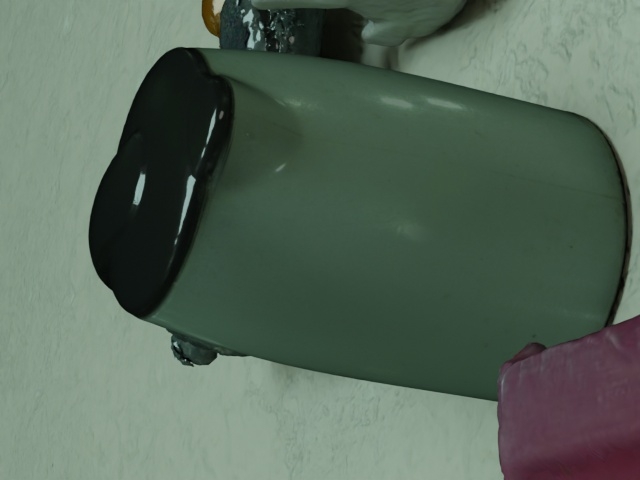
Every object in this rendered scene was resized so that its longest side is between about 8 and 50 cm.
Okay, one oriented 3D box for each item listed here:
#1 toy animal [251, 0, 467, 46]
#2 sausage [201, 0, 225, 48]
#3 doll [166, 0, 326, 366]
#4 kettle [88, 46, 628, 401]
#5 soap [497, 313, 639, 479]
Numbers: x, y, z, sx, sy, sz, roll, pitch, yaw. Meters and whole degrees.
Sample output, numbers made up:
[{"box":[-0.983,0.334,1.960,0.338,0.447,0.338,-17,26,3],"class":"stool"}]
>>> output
[{"box":[0.032,-0.258,0.941,0.138,0.140,0.282,-30,57,48],"class":"toy animal"},{"box":[-0.060,-0.244,1.222,0.062,0.054,0.183,6,83,33],"class":"sausage"},{"box":[-0.064,-0.075,1.037,0.246,0.158,0.340,127,144,-61],"class":"doll"},{"box":[0.000,0.000,0.779,0.221,0.236,0.161,-36,49,56],"class":"kettle"},{"box":[0.196,0.112,0.451,0.359,0.128,0.233,-32,54,58],"class":"soap"}]
